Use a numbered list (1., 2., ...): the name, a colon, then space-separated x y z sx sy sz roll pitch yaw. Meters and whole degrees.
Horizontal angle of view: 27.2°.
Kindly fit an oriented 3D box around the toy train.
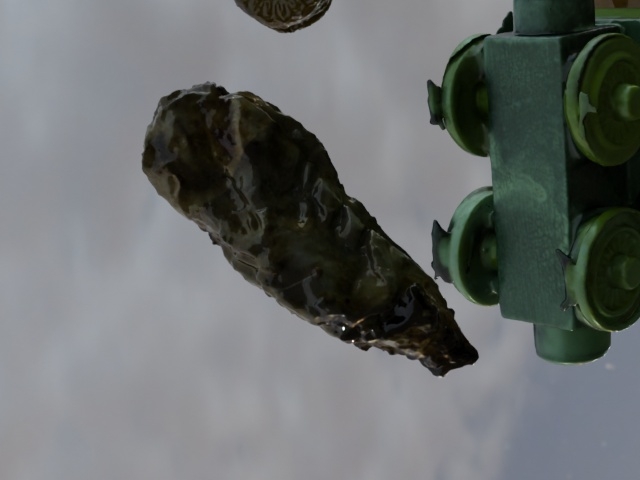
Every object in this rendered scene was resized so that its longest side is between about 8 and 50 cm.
1. toy train: 0.189 -0.052 0.947 0.188 0.159 0.271 -17 -72 -40

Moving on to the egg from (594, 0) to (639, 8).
1. egg: 0.350 -0.252 1.246 0.283 0.283 0.351 -19 -61 -57

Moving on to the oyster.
1. oyster: -0.002 0.002 1.082 0.128 0.345 0.078 -47 10 10

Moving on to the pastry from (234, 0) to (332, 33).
1. pastry: -0.033 -0.232 1.143 0.057 0.097 0.109 -49 -35 -70
